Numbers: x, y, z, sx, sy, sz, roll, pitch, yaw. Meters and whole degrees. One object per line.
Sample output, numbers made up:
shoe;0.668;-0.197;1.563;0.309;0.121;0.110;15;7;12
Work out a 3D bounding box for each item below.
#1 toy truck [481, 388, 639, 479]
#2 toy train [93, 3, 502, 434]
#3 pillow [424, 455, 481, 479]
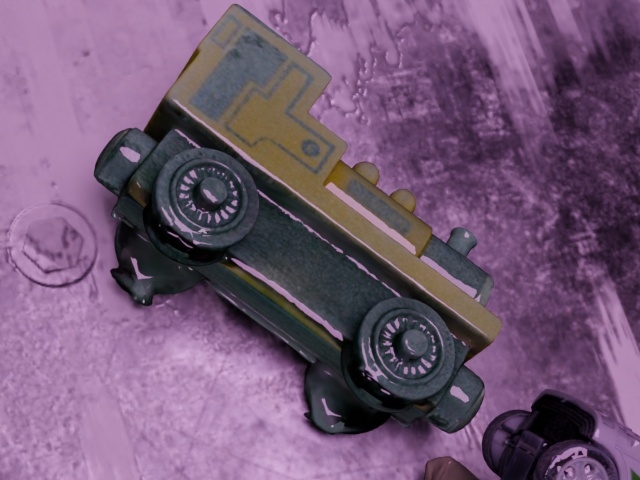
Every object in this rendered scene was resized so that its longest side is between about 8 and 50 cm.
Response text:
toy truck;0.161;0.301;1.177;0.178;0.176;0.363;22;89;-13
toy train;0.000;0.000;1.297;0.369;0.150;0.237;37;57;-4
pillow;0.147;0.279;1.283;0.208;0.053;0.119;38;70;-4
